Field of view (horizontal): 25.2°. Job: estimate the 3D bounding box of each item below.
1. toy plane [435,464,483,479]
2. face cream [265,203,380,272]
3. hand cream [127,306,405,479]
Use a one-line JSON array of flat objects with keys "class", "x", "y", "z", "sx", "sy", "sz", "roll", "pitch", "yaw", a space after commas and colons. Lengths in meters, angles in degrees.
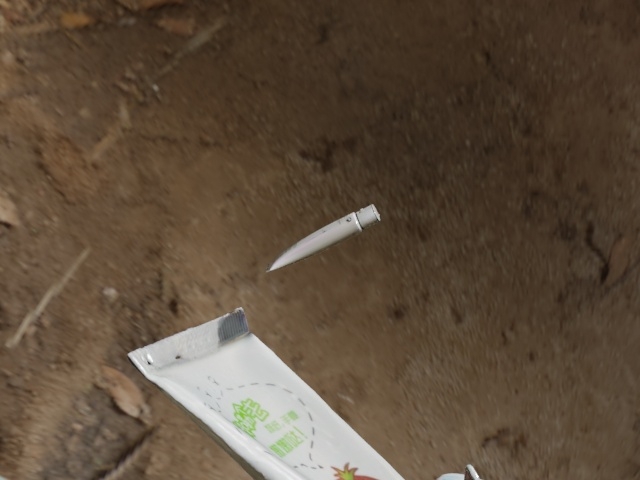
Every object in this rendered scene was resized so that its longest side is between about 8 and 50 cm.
[{"class": "toy plane", "x": 0.180, "y": 0.328, "z": 1.365, "sx": 0.118, "sy": 0.252, "sz": 0.252, "roll": -25, "pitch": 72, "yaw": -18}, {"class": "face cream", "x": 0.000, "y": 0.000, "z": 1.297, "sx": 0.115, "sy": 0.038, "sz": 0.020, "roll": -26, "pitch": 99, "yaw": 7}, {"class": "hand cream", "x": 0.039, "y": 0.164, "z": 0.806, "sx": 0.336, "sy": 0.121, "sz": 0.076, "roll": 42, "pitch": 111, "yaw": 12}]
